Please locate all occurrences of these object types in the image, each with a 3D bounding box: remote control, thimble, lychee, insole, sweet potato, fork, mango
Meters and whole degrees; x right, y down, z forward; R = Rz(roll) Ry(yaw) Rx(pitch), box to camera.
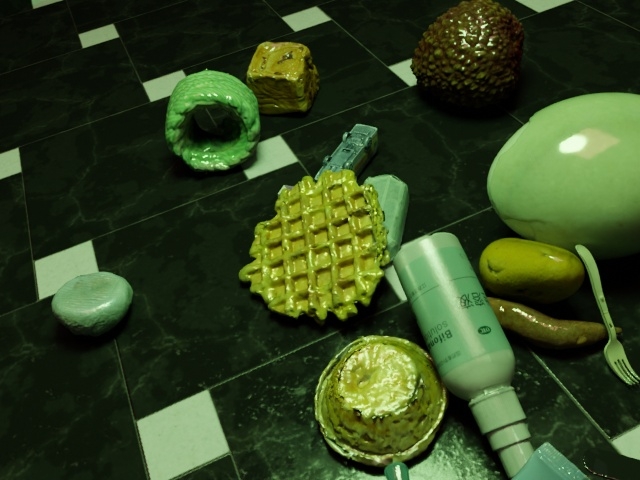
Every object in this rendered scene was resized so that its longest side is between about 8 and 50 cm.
[{"bbox_3d":[0.113,-0.045,1.220,0.104,0.052,0.247,3,43,13],"label":"remote control"},{"bbox_3d":[-0.243,-0.266,1.411,0.219,0.219,0.150,-12,40,-1],"label":"thimble"},{"bbox_3d":[0.330,-0.422,1.440,0.271,0.271,0.271,-6,44,6],"label":"lychee"},{"bbox_3d":[0.426,0.312,0.822,0.152,0.002,0.053,12,48,22],"label":"insole"},{"bbox_3d":[0.323,0.130,0.990,0.281,0.059,0.067,15,10,20],"label":"sweet potato"},{"bbox_3d":[0.427,0.110,0.947,0.034,0.028,0.219,-14,76,-13],"label":"fork"},{"bbox_3d":[0.333,0.050,0.993,0.137,0.195,0.098,25,81,-8],"label":"mango"}]

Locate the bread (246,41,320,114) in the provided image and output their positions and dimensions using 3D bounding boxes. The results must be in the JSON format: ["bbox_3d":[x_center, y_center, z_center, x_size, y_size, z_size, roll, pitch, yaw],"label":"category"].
[{"bbox_3d":[-0.094,-0.399,1.561,0.158,0.143,0.149,8,53,19],"label":"bread"}]

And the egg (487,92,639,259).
[{"bbox_3d":[0.446,-0.105,1.049,0.336,0.278,0.278,-1,44,1],"label":"egg"}]

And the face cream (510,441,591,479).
[{"bbox_3d":[0.177,0.387,0.710,0.385,0.086,0.135,-30,44,-19],"label":"face cream"}]

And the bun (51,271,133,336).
[{"bbox_3d":[-0.410,0.119,1.135,0.141,0.083,0.141,-2,36,2],"label":"bun"}]

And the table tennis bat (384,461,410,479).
[{"bbox_3d":[0.116,0.381,0.795,0.124,0.033,0.201,-10,48,-1],"label":"table tennis bat"}]

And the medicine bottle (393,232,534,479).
[{"bbox_3d":[0.217,0.160,0.904,0.110,0.110,0.352,-17,63,-6],"label":"medicine bottle"}]

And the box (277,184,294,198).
[{"bbox_3d":[-0.027,-0.078,1.280,0.117,0.051,0.036,8,39,20],"label":"box"}]

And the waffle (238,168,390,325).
[{"bbox_3d":[0.001,0.002,1.135,0.307,0.060,0.312,14,69,35],"label":"waffle"}]

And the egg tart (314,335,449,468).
[{"bbox_3d":[0.086,0.222,0.927,0.212,0.090,0.212,-8,45,8],"label":"egg tart"}]

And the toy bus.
[{"bbox_3d":[0.061,-0.169,1.338,0.064,0.075,0.190,16,51,28],"label":"toy bus"}]
